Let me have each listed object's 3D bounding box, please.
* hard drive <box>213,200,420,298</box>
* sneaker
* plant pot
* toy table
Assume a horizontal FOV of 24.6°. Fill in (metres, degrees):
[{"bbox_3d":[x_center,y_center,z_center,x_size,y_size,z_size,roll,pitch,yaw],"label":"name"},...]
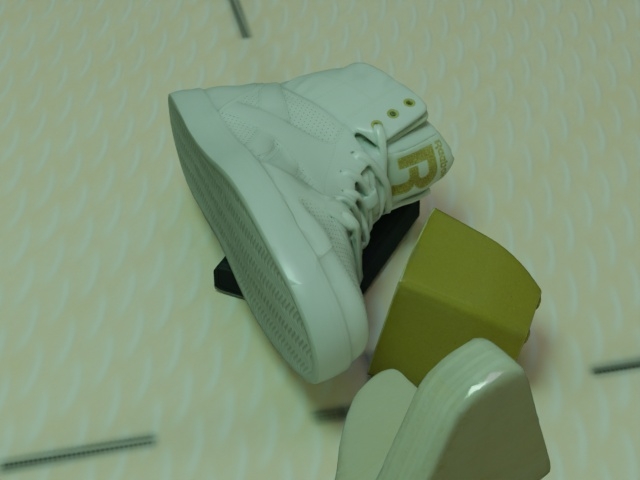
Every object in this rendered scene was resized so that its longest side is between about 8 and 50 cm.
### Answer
[{"bbox_3d":[0.000,0.000,1.001,0.094,0.022,0.135,15,39,20],"label":"hard drive"},{"bbox_3d":[0.016,-0.033,0.935,0.169,0.108,0.292,-14,37,-13],"label":"sneaker"},{"bbox_3d":[0.086,0.045,0.896,0.083,0.081,0.081,22,40,7],"label":"plant pot"},{"bbox_3d":[0.041,0.172,0.614,0.161,0.252,0.274,-32,53,-13],"label":"toy table"}]
